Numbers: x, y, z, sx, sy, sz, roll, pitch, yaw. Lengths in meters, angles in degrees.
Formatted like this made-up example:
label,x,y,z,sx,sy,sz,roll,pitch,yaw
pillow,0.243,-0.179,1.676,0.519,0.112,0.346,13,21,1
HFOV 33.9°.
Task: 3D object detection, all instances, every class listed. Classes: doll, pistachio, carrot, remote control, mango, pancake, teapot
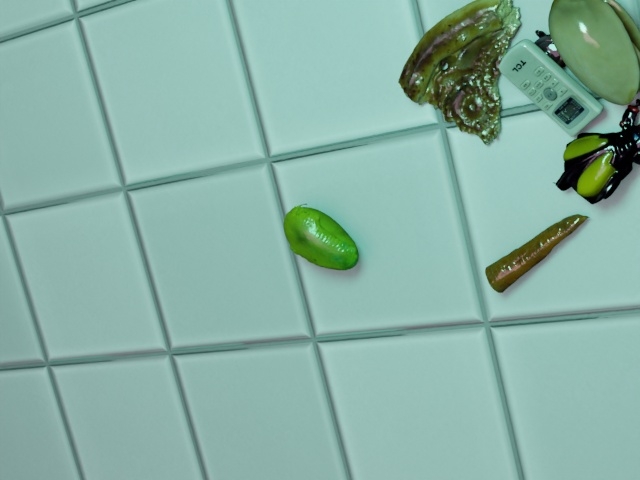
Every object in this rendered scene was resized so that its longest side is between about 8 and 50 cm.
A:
label,x,y,z,sx,sy,sz,roll,pitch,yaw
doll,0.508,-0.155,1.812,0.249,0.127,0.088,-29,124,35
pistachio,0.466,-0.327,1.756,0.144,0.144,0.215,-31,94,32
carrot,0.402,0.012,1.944,0.224,0.057,0.057,-41,83,29
remote control,0.400,-0.269,1.837,0.190,0.029,0.087,43,144,0
mango,0.000,0.001,2.119,0.178,0.119,0.100,35,100,17
pancake,0.274,-0.295,1.914,0.266,0.057,0.244,-26,93,31
teapot,0.402,-0.324,1.841,0.068,0.045,0.100,-24,92,34
